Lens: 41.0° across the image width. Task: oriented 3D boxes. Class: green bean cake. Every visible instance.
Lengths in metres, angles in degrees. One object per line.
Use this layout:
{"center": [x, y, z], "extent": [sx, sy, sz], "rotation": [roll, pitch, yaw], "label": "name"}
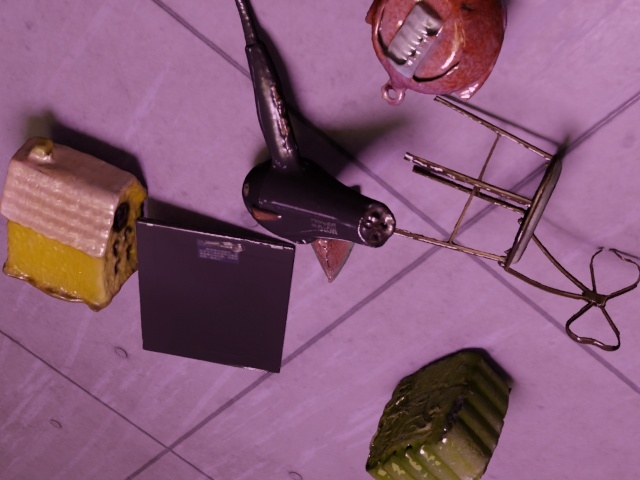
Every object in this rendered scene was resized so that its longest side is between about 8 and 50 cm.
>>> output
{"center": [0.182, 0.291, 1.328], "extent": [0.113, 0.200, 0.214], "rotation": [43, 136, -14], "label": "green bean cake"}

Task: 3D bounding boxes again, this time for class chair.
{"center": [0.251, -0.028, 1.032], "extent": [0.325, 0.160, 0.170], "rotation": [25, 138, 10], "label": "chair"}

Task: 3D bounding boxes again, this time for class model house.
{"center": [-0.385, -0.038, 1.330], "extent": [0.193, 0.175, 0.234], "rotation": [22, 140, 8], "label": "model house"}

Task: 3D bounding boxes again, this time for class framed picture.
{"center": [-0.181, 0.103, 1.440], "extent": [0.255, 0.014, 0.339], "rotation": [10, 136, 1], "label": "framed picture"}

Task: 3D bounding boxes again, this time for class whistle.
{"center": [0.156, -0.268, 0.876], "extent": [0.142, 0.133, 0.346], "rotation": [57, 134, 24], "label": "whistle"}

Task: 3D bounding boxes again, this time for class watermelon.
{"center": [0.005, -0.004, 1.244], "extent": [0.101, 0.080, 0.155], "rotation": [19, 152, 24], "label": "watermelon"}

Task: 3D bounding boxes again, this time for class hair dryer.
{"center": [-0.044, -0.153, 1.065], "extent": [0.303, 0.120, 0.360], "rotation": [21, 132, 61], "label": "hair dryer"}
